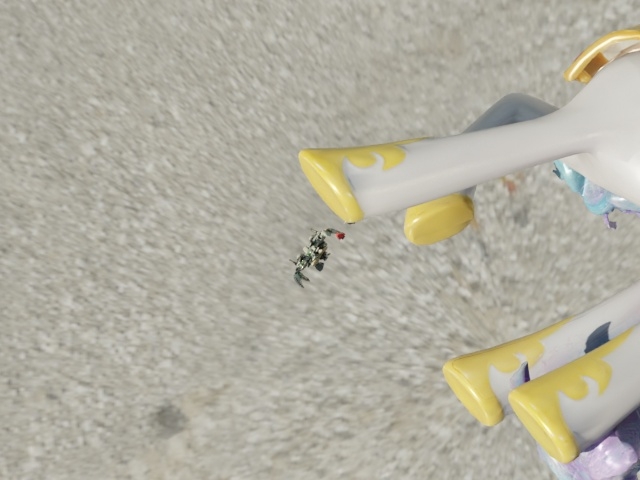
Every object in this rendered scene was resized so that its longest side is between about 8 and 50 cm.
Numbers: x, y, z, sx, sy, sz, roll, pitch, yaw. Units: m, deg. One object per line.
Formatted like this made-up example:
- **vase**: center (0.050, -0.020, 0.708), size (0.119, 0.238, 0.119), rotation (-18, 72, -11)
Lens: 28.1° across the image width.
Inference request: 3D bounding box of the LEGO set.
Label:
- **LEGO set**: center (0.000, 0.001, 0.975), size (0.023, 0.083, 0.054), rotation (33, 134, 7)

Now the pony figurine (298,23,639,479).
- **pony figurine**: center (0.226, -0.028, 0.694), size (0.363, 0.303, 0.351), rotation (-35, 60, -10)
